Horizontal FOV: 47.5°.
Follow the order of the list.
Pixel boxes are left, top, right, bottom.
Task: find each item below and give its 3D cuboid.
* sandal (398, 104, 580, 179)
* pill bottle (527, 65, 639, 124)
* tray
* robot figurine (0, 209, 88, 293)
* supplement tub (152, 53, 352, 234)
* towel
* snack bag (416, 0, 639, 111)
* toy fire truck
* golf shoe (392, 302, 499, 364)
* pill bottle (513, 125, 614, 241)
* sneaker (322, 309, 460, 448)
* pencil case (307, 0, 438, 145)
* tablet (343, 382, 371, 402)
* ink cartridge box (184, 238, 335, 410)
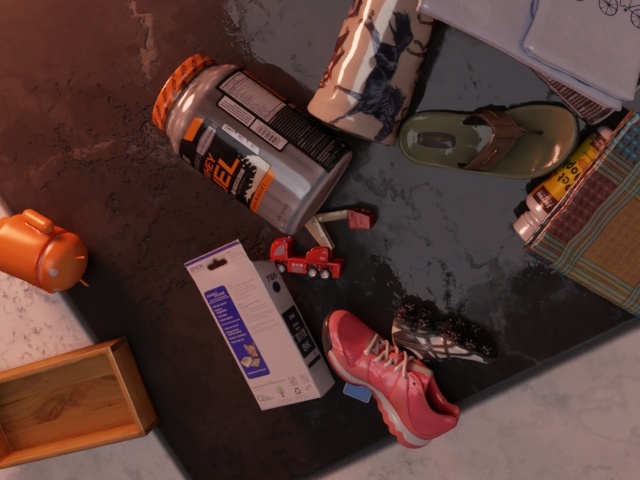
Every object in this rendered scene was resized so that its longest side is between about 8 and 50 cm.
[{"bbox_3d":[0.264,-0.160,1.189,0.302,0.086,0.120,2,93,26],"label":"sandal"},{"bbox_3d":[0.380,-0.307,1.123,0.246,0.130,0.130,45,110,1],"label":"pill bottle"},{"bbox_3d":[-0.568,0.356,1.576,0.410,0.076,0.203,-17,99,19],"label":"tray"},{"bbox_3d":[-0.565,0.024,1.461,0.219,0.128,0.158,21,91,9],"label":"robot figurine"},{"bbox_3d":[-0.120,-0.171,1.258,0.316,0.193,0.194,36,110,5],"label":"supplement tub"},{"bbox_3d":[0.537,-0.005,1.131,0.370,0.040,0.272,27,111,-17],"label":"towel"},{"bbox_3d":[0.330,-0.392,1.034,0.342,0.037,0.323,24,75,-10],"label":"snack bag"},{"bbox_3d":[0.000,0.000,1.346,0.191,0.047,0.135,7,105,14],"label":"toy fire truck"},{"bbox_3d":[0.224,0.188,1.328,0.198,0.077,0.094,22,123,13],"label":"golf shoe"},{"bbox_3d":[0.419,-0.072,1.177,0.117,0.117,0.215,43,110,2],"label":"pill bottle"},{"bbox_3d":[0.136,0.233,1.319,0.314,0.116,0.136,49,131,-9],"label":"sneaker"},{"bbox_3d":[0.105,-0.353,1.172,0.159,0.183,0.411,12,110,-19],"label":"pencil case"},{"bbox_3d":[0.081,0.271,1.414,0.054,0.006,0.083,21,109,9],"label":"tablet"},{"bbox_3d":[-0.116,0.157,1.385,0.165,0.065,0.333,-20,100,38],"label":"ink cartridge box"}]
